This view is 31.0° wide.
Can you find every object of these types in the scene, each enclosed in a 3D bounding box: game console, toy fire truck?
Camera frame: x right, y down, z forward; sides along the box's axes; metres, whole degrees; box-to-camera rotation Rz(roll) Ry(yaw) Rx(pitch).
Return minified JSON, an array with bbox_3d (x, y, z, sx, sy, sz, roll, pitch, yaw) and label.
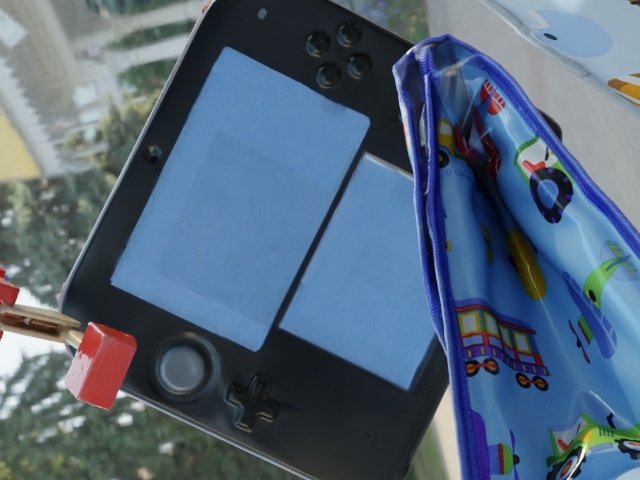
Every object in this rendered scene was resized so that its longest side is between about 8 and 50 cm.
[{"bbox_3d":[-0.009,-0.004,1.016,0.387,0.342,0.060,-64,2,-3],"label":"game console"},{"bbox_3d":[-0.212,0.053,0.803,0.047,0.135,0.192,-68,24,0],"label":"toy fire truck"}]

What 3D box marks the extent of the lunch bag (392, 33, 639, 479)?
[{"bbox_3d":[0.118,0.050,0.563,0.221,0.138,0.293,58,-168,-51],"label":"lunch bag"}]

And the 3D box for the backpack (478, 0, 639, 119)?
[{"bbox_3d":[0.143,-0.156,0.292,0.276,0.263,0.213,21,-121,-37],"label":"backpack"}]
